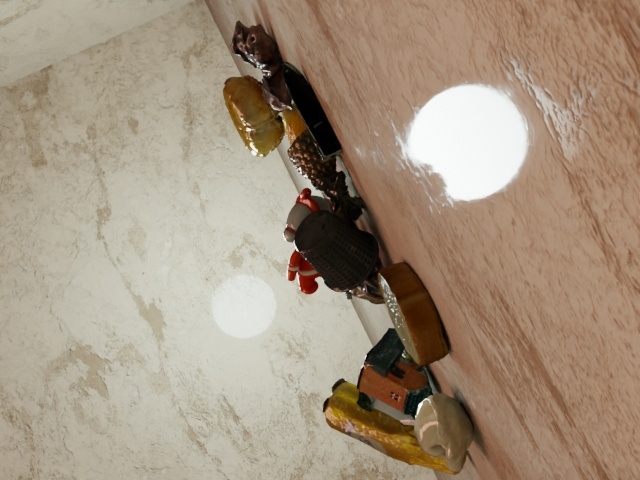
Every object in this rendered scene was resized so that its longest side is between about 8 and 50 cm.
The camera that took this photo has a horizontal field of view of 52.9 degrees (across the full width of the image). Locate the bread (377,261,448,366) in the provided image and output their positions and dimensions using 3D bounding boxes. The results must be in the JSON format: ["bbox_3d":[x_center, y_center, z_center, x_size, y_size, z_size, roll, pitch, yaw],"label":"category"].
[{"bbox_3d":[0.194,0.156,1.372,0.236,0.070,0.236,156,90,-87],"label":"bread"}]

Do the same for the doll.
[{"bbox_3d":[-0.018,-0.005,1.699,0.105,0.200,0.336,30,143,34],"label":"doll"}]

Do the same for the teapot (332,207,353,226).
[{"bbox_3d":[0.021,0.010,1.957,0.175,0.186,0.267,59,-157,-18],"label":"teapot"}]

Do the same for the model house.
[{"bbox_3d":[0.259,0.426,1.841,0.291,0.184,0.253,31,138,22],"label":"model house"}]

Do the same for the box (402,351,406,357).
[{"bbox_3d":[0.278,0.483,2.150,0.178,0.138,0.274,56,-177,-37],"label":"box"}]

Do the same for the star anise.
[{"bbox_3d":[-0.160,-0.492,1.798,0.257,0.111,0.198,59,179,-25],"label":"star anise"}]

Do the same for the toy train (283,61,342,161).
[{"bbox_3d":[-0.025,-0.309,1.520,0.251,0.055,0.048,65,-174,8],"label":"toy train"}]

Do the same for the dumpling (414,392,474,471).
[{"bbox_3d":[0.291,0.449,1.517,0.250,0.132,0.162,68,179,-51],"label":"dumpling"}]

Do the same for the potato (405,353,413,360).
[{"bbox_3d":[0.278,0.375,1.972,0.083,0.040,0.051,163,86,-86],"label":"potato"}]

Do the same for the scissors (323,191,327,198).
[{"bbox_3d":[-0.011,-0.223,2.309,0.189,0.015,0.100,64,179,-24],"label":"scissors"}]

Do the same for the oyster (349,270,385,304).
[{"bbox_3d":[0.130,0.121,1.641,0.223,0.083,0.214,22,165,23],"label":"oyster"}]

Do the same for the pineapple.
[{"bbox_3d":[0.022,-0.156,1.594,0.251,0.125,0.125,54,175,9],"label":"pineapple"}]

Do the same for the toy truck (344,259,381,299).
[{"bbox_3d":[0.109,0.082,1.850,0.252,0.108,0.114,80,173,-70],"label":"toy truck"}]

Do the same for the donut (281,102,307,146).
[{"bbox_3d":[-0.056,-0.302,1.850,0.174,0.075,0.190,-125,10,-73],"label":"donut"}]

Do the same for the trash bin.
[{"bbox_3d":[0.025,0.013,1.554,0.161,0.175,0.175,39,-167,-36],"label":"trash bin"}]

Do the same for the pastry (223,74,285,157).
[{"bbox_3d":[-0.239,-0.484,2.448,0.315,0.184,0.284,67,170,-25],"label":"pastry"}]

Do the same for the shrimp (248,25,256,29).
[{"bbox_3d":[-0.187,-0.594,1.969,0.115,0.051,0.217,63,175,-13],"label":"shrimp"}]

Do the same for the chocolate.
[{"bbox_3d":[0.220,0.566,1.931,0.445,0.162,0.162,17,146,34],"label":"chocolate"}]
